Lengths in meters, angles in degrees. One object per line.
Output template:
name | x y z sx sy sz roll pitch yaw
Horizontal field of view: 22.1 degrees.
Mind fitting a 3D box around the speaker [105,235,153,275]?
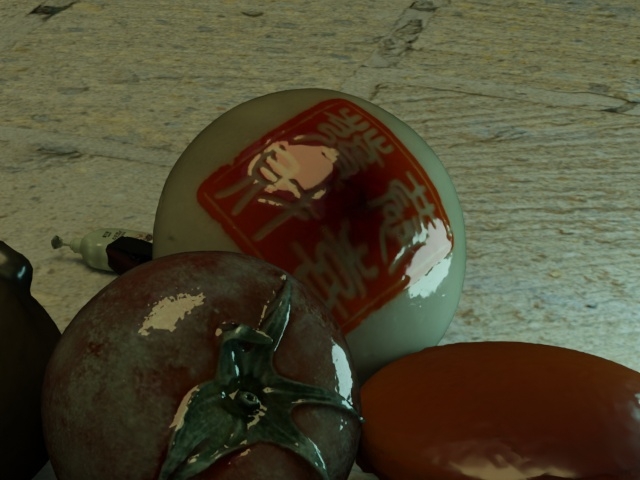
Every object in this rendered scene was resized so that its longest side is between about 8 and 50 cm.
speaker | -0.120 0.014 2.033 0.329 0.198 0.259 -26 61 -30

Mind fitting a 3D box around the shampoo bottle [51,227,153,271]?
shampoo bottle | -0.284 0.011 2.179 0.152 0.045 0.077 6 28 11

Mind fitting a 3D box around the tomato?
tomato | -0.114 0.165 1.594 0.317 0.316 0.282 -15 -7 -29

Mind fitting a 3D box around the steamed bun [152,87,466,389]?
steamed bun | 0.000 0.000 1.847 0.374 0.374 0.241 -10 -10 -20

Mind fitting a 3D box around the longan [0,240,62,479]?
longan | -0.374 0.145 1.675 0.243 0.300 0.300 26 30 0

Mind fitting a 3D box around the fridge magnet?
fridge magnet | 0.210 0.205 1.686 0.364 0.155 0.363 1 20 0
